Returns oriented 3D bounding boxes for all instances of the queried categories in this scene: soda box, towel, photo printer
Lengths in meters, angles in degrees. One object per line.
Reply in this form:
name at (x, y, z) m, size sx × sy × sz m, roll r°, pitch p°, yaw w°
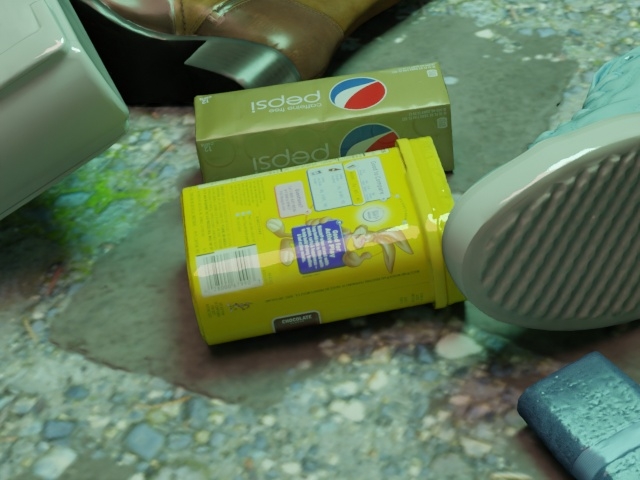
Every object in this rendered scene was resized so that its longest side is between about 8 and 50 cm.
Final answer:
soda box at (0.002, -0.077, 0.979) m, size 0.181 × 0.061 × 0.058 m, roll -8°, pitch 40°, yaw 0°
towel at (0.165, 0.114, 0.745) m, size 0.067 × 0.029 × 0.119 m, roll -23°, pitch 42°, yaw -17°
photo printer at (-0.306, -0.085, 0.955) m, size 0.307 × 0.107 × 0.256 m, roll -34°, pitch 45°, yaw 0°

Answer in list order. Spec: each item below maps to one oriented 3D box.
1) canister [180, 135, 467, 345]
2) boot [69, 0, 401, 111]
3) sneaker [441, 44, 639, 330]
canister at (0.000, 0.000, 0.879) m, size 0.170 × 0.073 × 0.126 m, roll -11°, pitch 39°, yaw -1°
boot at (-0.068, -0.220, 1.132) m, size 0.264 × 0.096 × 0.280 m, roll 19°, pitch 48°, yaw 29°
sneaker at (0.209, -0.055, 0.879) m, size 0.366 × 0.135 × 0.150 m, roll -19°, pitch 32°, yaw -26°
